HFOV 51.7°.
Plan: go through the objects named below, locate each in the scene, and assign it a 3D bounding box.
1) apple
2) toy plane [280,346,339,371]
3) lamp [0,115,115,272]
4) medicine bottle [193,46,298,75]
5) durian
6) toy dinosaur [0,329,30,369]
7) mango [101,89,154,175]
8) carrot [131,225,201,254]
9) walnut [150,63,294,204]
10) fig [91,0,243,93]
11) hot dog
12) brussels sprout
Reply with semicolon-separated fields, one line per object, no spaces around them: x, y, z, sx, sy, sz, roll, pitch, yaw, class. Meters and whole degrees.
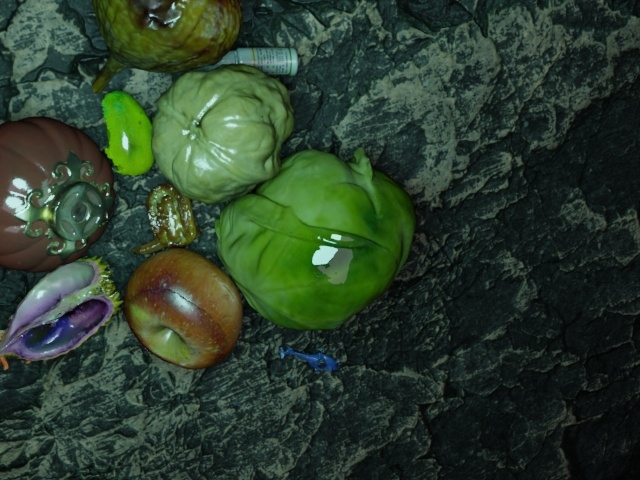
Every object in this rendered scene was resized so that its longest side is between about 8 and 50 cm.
-0.299;0.150;1.460;0.272;0.206;0.251;35;130;-10;apple
-0.026;0.308;1.705;0.167;0.054;0.062;23;126;-24;toy plane
-0.544;-0.086;1.274;0.303;0.257;0.303;-40;140;-44;lamp
-0.162;-0.368;1.416;0.221;0.061;0.092;-5;129;-15;medicine bottle
-0.551;0.136;1.420;0.261;0.186;0.153;-20;157;2;durian
-0.707;0.231;1.458;0.280;0.055;0.101;-3;100;-15;toy dinosaur
-0.392;-0.220;1.358;0.100;0.119;0.178;-12;111;0;mango
-0.349;0.001;1.499;0.165;0.035;0.035;-18;113;-8;carrot
-0.195;-0.216;1.329;0.253;0.277;0.281;15;109;12;walnut
-0.330;-0.398;1.275;0.286;0.286;0.369;29;127;-24;fig
-0.325;-0.055;1.451;0.099;0.065;0.147;-10;96;3;hot dog
0.001;0.001;1.428;0.425;0.361;0.342;-42;118;-1;brussels sprout
